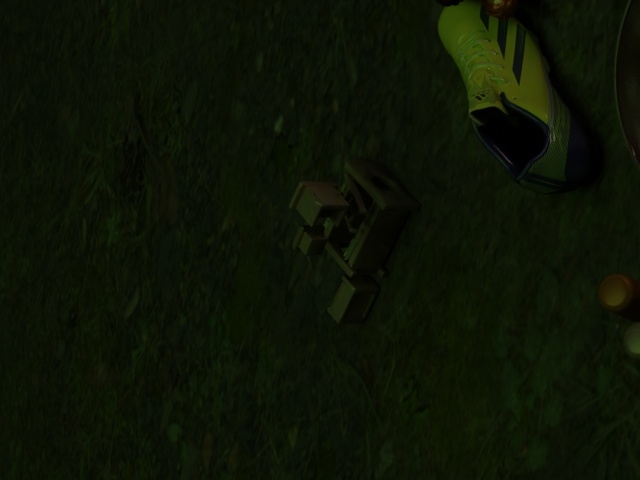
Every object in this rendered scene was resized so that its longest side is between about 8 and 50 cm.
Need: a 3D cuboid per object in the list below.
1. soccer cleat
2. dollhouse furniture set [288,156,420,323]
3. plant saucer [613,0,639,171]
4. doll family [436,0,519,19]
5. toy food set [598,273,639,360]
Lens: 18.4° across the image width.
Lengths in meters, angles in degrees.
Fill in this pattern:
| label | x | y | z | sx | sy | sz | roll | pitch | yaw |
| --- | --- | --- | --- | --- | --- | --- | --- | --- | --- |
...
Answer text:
| label | x | y | z | sx | sy | sz | roll | pitch | yaw |
| --- | --- | --- | --- | --- | --- | --- | --- | --- | --- |
| soccer cleat | 0.197 | -0.168 | 2.168 | 0.093 | 0.121 | 0.289 | -57 | 49 | 36 |
| dollhouse furniture set | 0.000 | 0.000 | 2.387 | 0.101 | 0.161 | 0.182 | 50 | 127 | 39 |
| plant saucer | 0.418 | -0.170 | 1.948 | 0.311 | 0.050 | 0.310 | 3 | 94 | 52 |
| doll family | 0.220 | -0.338 | 2.168 | 0.263 | 0.118 | 0.163 | -36 | 55 | 26 |
| toy food set | 0.396 | 0.101 | 1.970 | 0.232 | 0.104 | 0.111 | 5 | 81 | 34 |
